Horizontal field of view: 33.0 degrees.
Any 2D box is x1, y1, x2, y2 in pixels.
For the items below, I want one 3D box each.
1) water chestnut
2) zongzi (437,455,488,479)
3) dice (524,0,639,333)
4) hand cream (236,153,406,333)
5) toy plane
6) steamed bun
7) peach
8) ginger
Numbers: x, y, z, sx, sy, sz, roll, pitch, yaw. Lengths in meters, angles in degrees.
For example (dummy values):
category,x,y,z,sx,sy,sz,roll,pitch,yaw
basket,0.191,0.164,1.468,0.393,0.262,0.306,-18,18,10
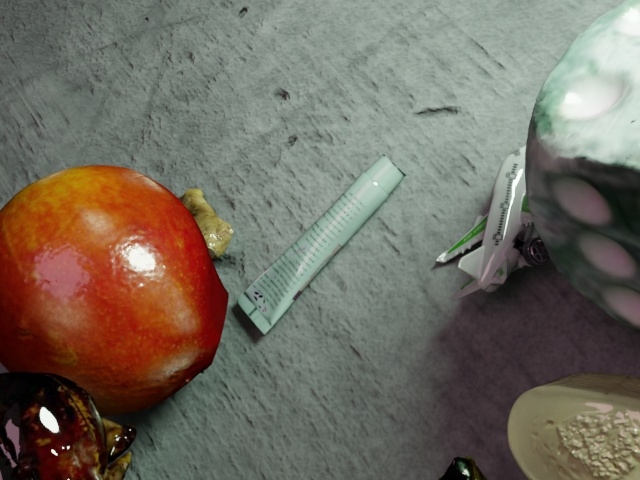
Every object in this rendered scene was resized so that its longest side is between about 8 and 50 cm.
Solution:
category,x,y,z,sx,sy,sz,roll,pitch,yaw
water chestnut,-0.389,0.309,1.455,0.289,0.244,0.289,-35,36,30
zongzi,0.164,0.436,1.331,0.319,0.362,0.384,-19,88,-13
dice,0.458,-0.082,1.255,0.330,0.328,0.348,10,54,46
hand cream,0.000,0.000,1.678,0.331,0.058,0.085,-45,57,3
toy plane,0.269,-0.026,1.517,0.251,0.101,0.255,-24,34,59
steamed bun,0.366,0.247,1.299,0.250,0.200,0.155,9,97,34
peach,-0.322,0.084,1.634,0.388,0.388,0.388,-11,64,23
ginger,-0.204,-0.017,1.793,0.096,0.067,0.165,-45,43,4
